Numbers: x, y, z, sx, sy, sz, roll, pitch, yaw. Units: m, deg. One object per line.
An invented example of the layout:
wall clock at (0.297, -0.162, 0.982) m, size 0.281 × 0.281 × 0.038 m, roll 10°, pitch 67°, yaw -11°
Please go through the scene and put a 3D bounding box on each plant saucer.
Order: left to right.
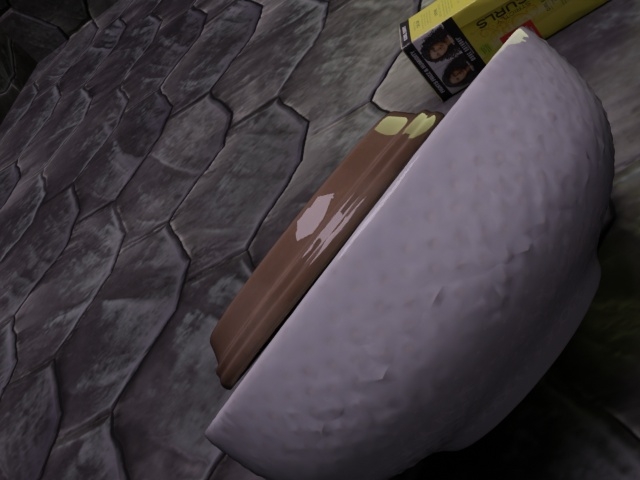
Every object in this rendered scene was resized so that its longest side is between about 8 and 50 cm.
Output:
plant saucer at (0.000, 0.000, 0.741) m, size 0.278 × 0.041 × 0.278 m, roll -51°, pitch -3°, yaw -3°

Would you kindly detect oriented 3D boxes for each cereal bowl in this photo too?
cereal bowl at (0.079, 0.035, 0.618) m, size 0.339 × 0.141 × 0.339 m, roll -51°, pitch -1°, yaw -2°

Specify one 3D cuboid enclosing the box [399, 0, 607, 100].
box at (0.199, -0.243, 0.949) m, size 0.232 × 0.087 × 0.058 m, roll -29°, pitch 34°, yaw 23°
